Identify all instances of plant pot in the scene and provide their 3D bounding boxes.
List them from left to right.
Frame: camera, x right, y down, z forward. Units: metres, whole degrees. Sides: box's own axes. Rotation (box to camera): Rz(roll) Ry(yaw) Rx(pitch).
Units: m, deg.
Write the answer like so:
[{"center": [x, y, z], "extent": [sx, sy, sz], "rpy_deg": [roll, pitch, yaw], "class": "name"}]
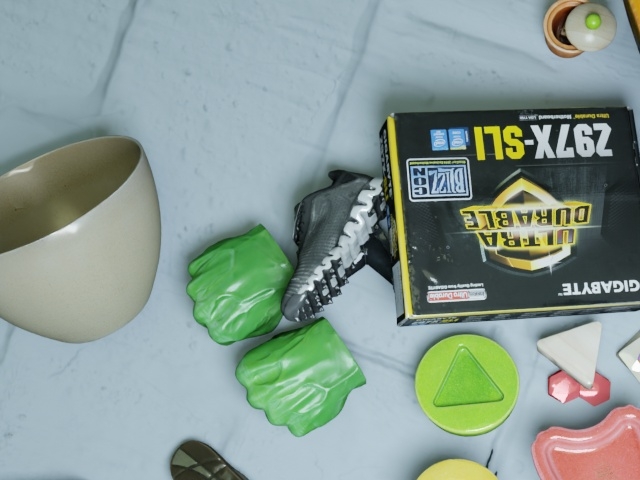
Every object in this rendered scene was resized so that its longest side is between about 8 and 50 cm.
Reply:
[{"center": [-0.319, 0.020, 1.305], "extent": [0.284, 0.284, 0.191], "rpy_deg": [-20, 118, 4], "class": "plant pot"}]

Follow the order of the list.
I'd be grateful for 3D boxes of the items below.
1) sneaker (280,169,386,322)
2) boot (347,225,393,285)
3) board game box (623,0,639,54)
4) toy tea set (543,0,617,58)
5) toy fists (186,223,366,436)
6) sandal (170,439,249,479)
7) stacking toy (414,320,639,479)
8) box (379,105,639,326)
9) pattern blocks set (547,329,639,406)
[{"center": [0.000, 0.000, 1.303], "extent": [0.106, 0.078, 0.234], "rpy_deg": [24, 66, 23], "class": "sneaker"}, {"center": [0.052, 0.032, 1.350], "extent": [0.099, 0.045, 0.121], "rpy_deg": [-30, 75, 1], "class": "boot"}, {"center": [0.551, -0.199, 1.112], "extent": [0.356, 0.356, 0.356], "rpy_deg": [-19, 79, 18], "class": "board game box"}, {"center": [0.307, -0.405, 1.322], "extent": [0.200, 0.124, 0.336], "rpy_deg": [-30, 82, 3], "class": "toy tea set"}, {"center": [-0.069, 0.121, 1.332], "extent": [0.142, 0.096, 0.279], "rpy_deg": [-32, 80, -10], "class": "toy fists"}, {"center": [-0.114, 0.355, 1.336], "extent": [0.090, 0.060, 0.219], "rpy_deg": [-46, 67, -5], "class": "sandal"}, {"center": [0.259, 0.261, 1.287], "extent": [0.309, 0.130, 0.279], "rpy_deg": [-9, 61, 7], "class": "stacking toy"}, {"center": [0.243, -0.032, 1.270], "extent": [0.322, 0.079, 0.257], "rpy_deg": [-2, 76, -8], "class": "box"}, {"center": [0.482, 0.144, 1.299], "extent": [0.285, 0.026, 0.325], "rpy_deg": [38, 89, 8], "class": "pattern blocks set"}]
